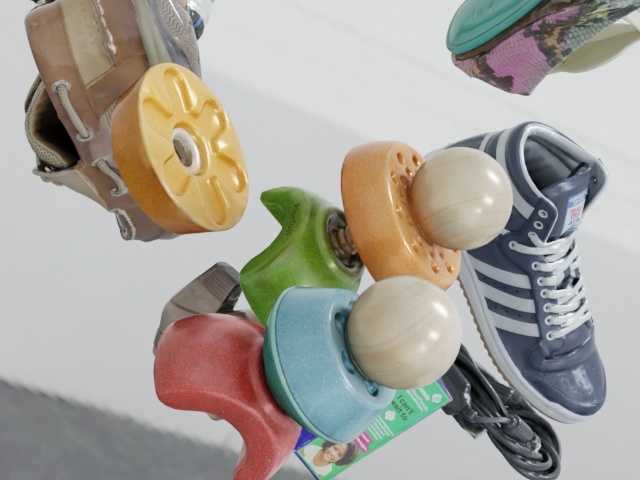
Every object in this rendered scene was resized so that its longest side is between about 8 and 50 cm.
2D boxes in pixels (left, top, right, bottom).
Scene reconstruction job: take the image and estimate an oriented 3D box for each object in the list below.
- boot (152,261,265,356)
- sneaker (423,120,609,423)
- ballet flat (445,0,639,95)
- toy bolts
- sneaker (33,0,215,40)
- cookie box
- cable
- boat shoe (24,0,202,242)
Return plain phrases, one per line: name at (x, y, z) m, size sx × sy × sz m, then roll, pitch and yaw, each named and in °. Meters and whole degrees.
boot at (-0.059, 0.075, 1.234) m, size 0.042 × 0.087 × 0.118 m, roll 1°, pitch 41°, yaw -50°
sneaker at (0.205, 0.026, 1.667) m, size 0.099 × 0.153 × 0.282 m, roll -33°, pitch 95°, yaw -41°
ballet flat at (0.150, -0.135, 1.012) m, size 0.079 × 0.221 × 0.077 m, roll 24°, pitch 63°, yaw -18°
toy bolts at (0.000, 0.000, 1.039) m, size 0.218 × 0.158 × 0.228 m, roll 49°, pitch 33°, yaw -33°
sneaker at (-0.170, -0.218, 1.463) m, size 0.211 × 0.080 × 0.081 m, roll 23°, pitch 64°, yaw 12°
cookie box at (0.025, 0.101, 1.287) m, size 0.040 × 0.107 × 0.092 m, roll 53°, pitch 6°, yaw -32°
cable at (0.128, 0.115, 1.502) m, size 0.150 × 0.047 × 0.184 m, roll 34°, pitch 12°, yaw -41°
boat shoe at (-0.147, -0.087, 1.294) m, size 0.116 × 0.324 × 0.123 m, roll -14°, pitch 65°, yaw -9°
